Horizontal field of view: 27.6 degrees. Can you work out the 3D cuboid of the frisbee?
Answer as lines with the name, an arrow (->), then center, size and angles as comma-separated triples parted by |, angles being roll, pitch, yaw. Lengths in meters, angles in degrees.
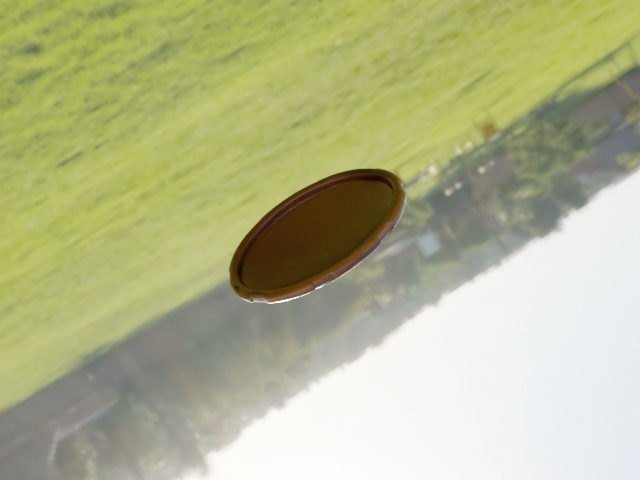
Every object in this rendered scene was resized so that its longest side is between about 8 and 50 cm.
frisbee -> 0.000, 0.000, 1.249 | 0.192, 0.035, 0.192 | -26, -153, 15
